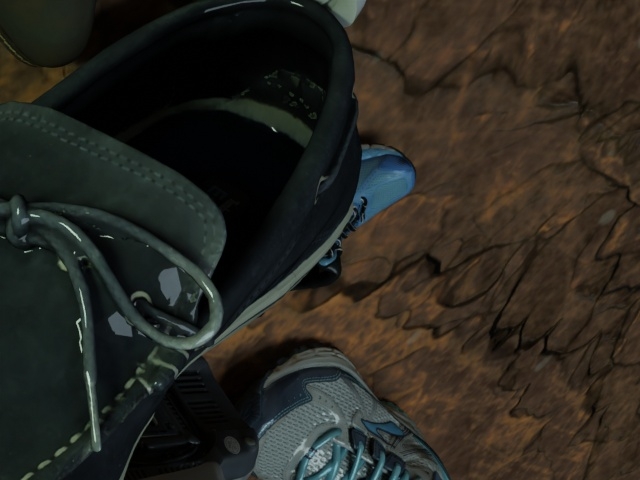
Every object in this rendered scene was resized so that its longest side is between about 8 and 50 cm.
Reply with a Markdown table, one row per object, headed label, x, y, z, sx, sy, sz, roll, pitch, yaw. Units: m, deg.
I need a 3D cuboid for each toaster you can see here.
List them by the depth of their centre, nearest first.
| label | x | y | z | sx | sy | sz | roll | pitch | yaw |
| --- | --- | --- | --- | --- | --- | --- | --- | --- | --- |
| toaster | -0.159 | 0.149 | 1.007 | 0.227 | 0.129 | 0.146 | 1 | 128 | -44 |

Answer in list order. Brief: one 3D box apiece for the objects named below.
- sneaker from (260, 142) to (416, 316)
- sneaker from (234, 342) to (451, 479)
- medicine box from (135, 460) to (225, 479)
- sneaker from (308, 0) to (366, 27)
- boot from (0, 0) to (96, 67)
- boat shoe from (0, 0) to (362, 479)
| label | x | y | z | sx | sy | sz | roll | pitch | yaw |
| --- | --- | --- | --- | --- | --- | --- | --- | --- | --- |
| sneaker | 0.000 | 0.000 | 1.062 | 0.162 | 0.073 | 0.063 | -34 | 145 | -16 |
| sneaker | 0.032 | 0.166 | 1.234 | 0.110 | 0.122 | 0.283 | -50 | 147 | 7 |
| medicine box | -0.163 | 0.294 | 0.939 | 0.263 | 0.149 | 0.289 | -11 | 134 | -14 |
| sneaker | 0.016 | -0.224 | 0.842 | 0.095 | 0.090 | 0.235 | -41 | 152 | -32 |
| boot | -0.116 | -0.145 | 0.749 | 0.082 | 0.106 | 0.219 | -27 | 143 | -24 |
| boat shoe | -0.128 | 0.022 | 0.756 | 0.500 | 0.186 | 0.156 | -44 | 159 | -47 |
